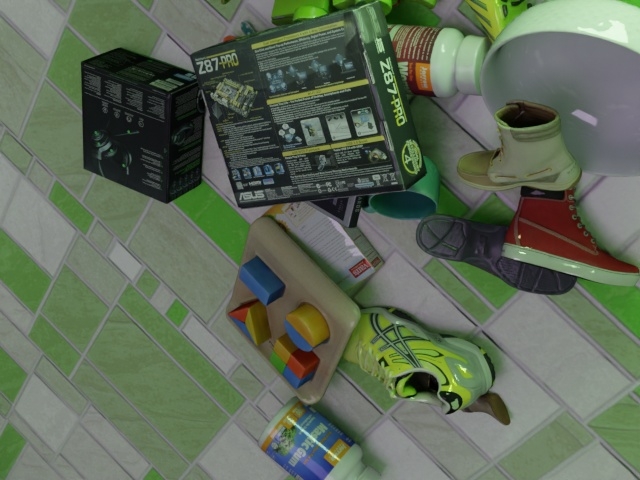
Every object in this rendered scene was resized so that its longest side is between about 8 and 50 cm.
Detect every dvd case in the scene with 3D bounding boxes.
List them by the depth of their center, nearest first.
[{"bbox_3d":[0.004,-0.151,1.811,0.239,0.030,0.179,32,118,42],"label":"dvd case"}]

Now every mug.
[{"bbox_3d":[0.146,-0.109,1.740,0.158,0.097,0.129,2,156,15],"label":"mug"}]

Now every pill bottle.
[{"bbox_3d":[0.184,-0.313,1.616,0.221,0.121,0.121,12,120,29],"label":"pill bottle"},{"bbox_3d":[0.001,0.500,2.144,0.272,0.152,0.152,37,129,12],"label":"pill bottle"}]

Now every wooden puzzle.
[{"bbox_3d":[-0.086,0.167,2.012,0.322,0.081,0.347,45,140,20],"label":"wooden puzzle"}]

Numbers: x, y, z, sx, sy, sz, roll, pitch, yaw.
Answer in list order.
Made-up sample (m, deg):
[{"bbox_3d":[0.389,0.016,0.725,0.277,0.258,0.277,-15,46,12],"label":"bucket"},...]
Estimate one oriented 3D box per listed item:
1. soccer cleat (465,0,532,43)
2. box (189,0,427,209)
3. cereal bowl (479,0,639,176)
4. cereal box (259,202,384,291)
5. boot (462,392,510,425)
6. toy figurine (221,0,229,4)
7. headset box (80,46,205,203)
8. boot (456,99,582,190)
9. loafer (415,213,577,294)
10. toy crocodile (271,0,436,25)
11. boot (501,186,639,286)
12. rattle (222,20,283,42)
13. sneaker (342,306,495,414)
[{"bbox_3d":[0.256,-0.433,1.532,0.121,0.093,0.289,-16,103,48],"label":"soccer cleat"},{"bbox_3d":[-0.030,-0.229,1.670,0.395,0.097,0.318,-5,111,39],"label":"box"},{"bbox_3d":[0.429,-0.253,1.432,0.339,0.141,0.339,24,156,12],"label":"cereal bowl"},{"bbox_3d":[0.000,0.000,1.951,0.173,0.047,0.240,-36,92,40],"label":"cereal box"},{"bbox_3d":[0.329,0.341,1.918,0.087,0.042,0.118,-32,90,43],"label":"boot"},{"bbox_3d":[-0.059,-0.588,1.600,0.217,0.191,0.362,9,120,24],"label":"toy figurine"},{"bbox_3d":[-0.388,-0.244,2.028,0.246,0.131,0.283,21,124,23],"label":"headset box"},{"bbox_3d":[0.303,-0.154,1.505,0.213,0.077,0.165,5,149,33],"label":"boot"},{"bbox_3d":[0.328,0.016,1.724,0.303,0.095,0.109,19,99,8],"label":"loafer"},{"bbox_3d":[0.053,-0.437,1.658,0.341,0.105,0.115,-4,70,36],"label":"toy crocodile"},{"bbox_3d":[0.456,-0.023,1.617,0.244,0.088,0.176,17,90,-1],"label":"boot"},{"bbox_3d":[-0.085,-0.354,1.834,0.200,0.143,0.130,15,90,45],"label":"rattle"},{"bbox_3d":[0.159,0.242,1.897,0.385,0.147,0.145,11,122,39],"label":"sneaker"}]
